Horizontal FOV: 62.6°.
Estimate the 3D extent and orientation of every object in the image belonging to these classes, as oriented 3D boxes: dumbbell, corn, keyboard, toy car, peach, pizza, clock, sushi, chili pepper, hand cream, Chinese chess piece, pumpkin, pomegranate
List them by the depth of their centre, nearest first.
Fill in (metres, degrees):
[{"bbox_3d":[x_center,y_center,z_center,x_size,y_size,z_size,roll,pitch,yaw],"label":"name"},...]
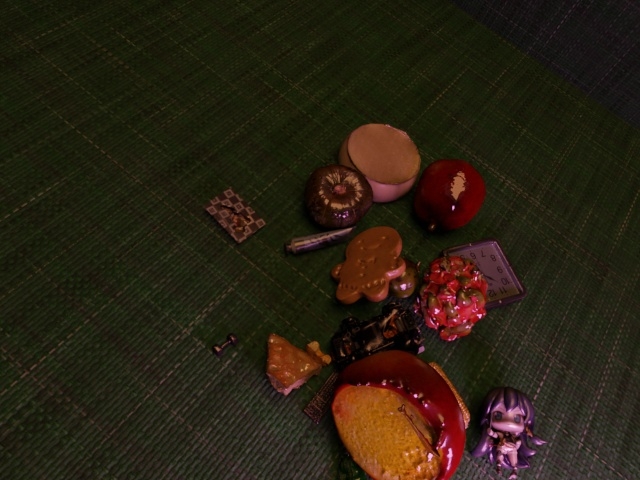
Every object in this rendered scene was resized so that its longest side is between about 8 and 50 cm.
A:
[{"bbox_3d":[0.108,0.721,1.501,0.098,0.061,0.224,-26,50,4],"label":"chili pepper"},{"bbox_3d":[0.237,0.505,1.534,0.406,0.335,0.310,42,29,20],"label":"peach"},{"bbox_3d":[-0.122,0.392,1.652,0.204,0.081,0.188,37,34,18],"label":"pizza"},{"bbox_3d":[-0.300,0.327,1.655,0.083,0.040,0.036,-34,43,-30],"label":"dumbbell"},{"bbox_3d":[0.027,0.482,1.671,0.061,0.013,0.204,38,58,9],"label":"keyboard"},{"bbox_3d":[0.177,0.323,1.709,0.301,0.118,0.193,-21,48,5],"label":"toy car"},{"bbox_3d":[0.413,0.508,1.729,0.080,0.080,0.238,-20,69,-25],"label":"corn"},{"bbox_3d":[0.247,0.132,1.864,0.220,0.156,0.156,0,60,-5],"label":"pomegranate"},{"bbox_3d":[-0.313,-0.088,1.901,0.201,0.031,0.139,46,58,9],"label":"sushi"},{"bbox_3d":[0.000,0.000,1.910,0.271,0.091,0.058,-12,60,-18],"label":"hand cream"},{"bbox_3d":[0.062,-0.166,1.946,0.260,0.189,0.261,-1,65,1],"label":"pumpkin"},{"bbox_3d":[0.625,0.128,2.031,0.273,0.049,0.279,-11,64,-21],"label":"clock"},{"bbox_3d":[0.237,-0.317,2.131,0.337,0.141,0.338,7,58,-11],"label":"Chinese chess piece"}]

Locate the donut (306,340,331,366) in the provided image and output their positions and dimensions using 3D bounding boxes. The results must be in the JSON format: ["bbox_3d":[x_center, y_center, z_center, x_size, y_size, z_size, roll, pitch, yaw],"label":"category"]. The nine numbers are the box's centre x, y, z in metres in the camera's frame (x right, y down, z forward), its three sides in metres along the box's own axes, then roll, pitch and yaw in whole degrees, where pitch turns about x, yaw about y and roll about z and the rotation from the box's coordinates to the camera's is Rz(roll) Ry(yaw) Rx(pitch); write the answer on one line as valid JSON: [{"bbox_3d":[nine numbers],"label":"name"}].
[{"bbox_3d":[-0.003,0.367,1.704,0.083,0.067,0.038,14,31,32],"label":"donut"}]

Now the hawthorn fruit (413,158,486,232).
[{"bbox_3d":[0.488,-0.165,2.053,0.265,0.265,0.307,35,76,6],"label":"hawthorn fruit"}]

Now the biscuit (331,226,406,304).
[{"bbox_3d":[0.171,0.075,1.839,0.275,0.052,0.355,-6,41,30],"label":"biscuit"}]

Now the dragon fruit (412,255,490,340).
[{"bbox_3d":[0.453,0.198,1.821,0.231,0.303,0.237,22,27,31],"label":"dragon fruit"}]

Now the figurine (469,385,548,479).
[{"bbox_3d":[0.584,0.599,1.660,0.175,0.197,0.265,22,77,-3],"label":"figurine"}]
